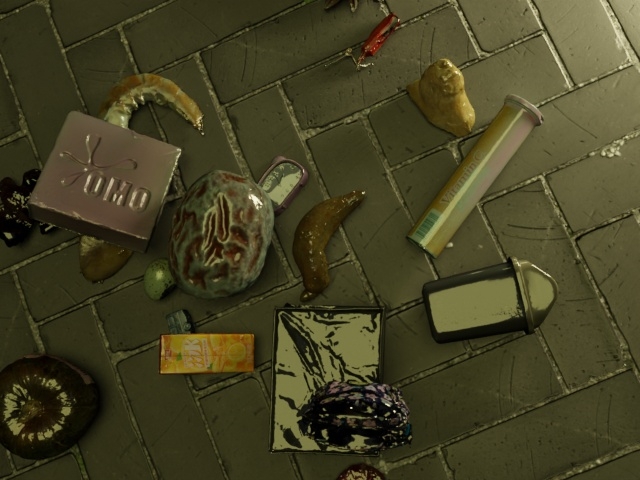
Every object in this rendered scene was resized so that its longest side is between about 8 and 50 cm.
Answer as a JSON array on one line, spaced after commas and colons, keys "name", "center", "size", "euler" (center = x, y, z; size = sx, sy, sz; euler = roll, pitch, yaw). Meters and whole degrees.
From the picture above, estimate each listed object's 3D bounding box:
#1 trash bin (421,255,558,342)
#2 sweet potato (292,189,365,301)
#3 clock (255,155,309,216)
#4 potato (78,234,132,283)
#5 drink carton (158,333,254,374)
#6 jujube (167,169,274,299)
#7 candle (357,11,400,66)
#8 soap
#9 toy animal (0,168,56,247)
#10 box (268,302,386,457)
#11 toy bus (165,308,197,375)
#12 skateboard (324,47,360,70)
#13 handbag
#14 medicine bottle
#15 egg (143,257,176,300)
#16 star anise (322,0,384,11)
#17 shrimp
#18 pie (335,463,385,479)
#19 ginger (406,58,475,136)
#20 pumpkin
[{"name": "trash bin", "center": [0.388, 0.140, 1.702], "size": [0.291, 0.209, 0.182], "euler": [-13, 83, 10]}, {"name": "sweet potato", "center": [-0.004, 0.001, 1.819], "size": [0.124, 0.098, 0.309], "euler": [23, 84, -13]}, {"name": "clock", "center": [-0.110, -0.143, 1.871], "size": [0.110, 0.050, 0.152], "euler": [38, 88, 10]}, {"name": "potato", "center": [-0.534, -0.014, 1.882], "size": [0.138, 0.098, 0.243], "euler": [-2, 83, 5]}, {"name": "drink carton", "center": [-0.273, 0.271, 1.784], "size": [0.223, 0.071, 0.096], "euler": [1, 82, -16]}, {"name": "jujube", "center": [-0.239, -0.015, 1.770], "size": [0.247, 0.215, 0.307], "euler": [4, 89, 27]}, {"name": "candle", "center": [0.145, -0.509, 1.899], "size": [0.053, 0.048, 0.162], "euler": [36, 86, 39]}, {"name": "soap", "center": [-0.519, -0.143, 1.815], "size": [0.297, 0.107, 0.285], "euler": [18, 62, -12]}, {"name": "toy animal", "center": [-0.766, -0.093, 1.932], "size": [0.179, 0.116, 0.218], "euler": [37, 94, 38]}, {"name": "box", "center": [0.023, 0.315, 1.717], "size": [0.252, 0.204, 0.344], "euler": [1, 83, 5]}, {"name": "toy bus", "center": [-0.334, 0.255, 1.847], "size": [0.065, 0.047, 0.165], "euler": [-19, 80, 6]}, {"name": "skateboard", "center": [0.053, -0.448, 1.906], "size": [0.083, 0.032, 0.063], "euler": [-26, 91, 0]}, {"name": "handbag", "center": [0.070, 0.354, 1.500], "size": [0.229, 0.208, 0.126], "euler": [3, 88, 3]}, {"name": "medicine bottle", "center": [0.365, -0.152, 1.794], "size": [0.108, 0.108, 0.426], "euler": [38, 90, 10]}, {"name": "egg", "center": [-0.399, 0.097, 1.855], "size": [0.085, 0.085, 0.110], "euler": [16, 87, 8]}, {"name": "star anise", "center": [0.083, -0.696, 1.903], "size": [0.209, 0.089, 0.231], "euler": [16, 90, -4]}, {"name": "shrimp", "center": [-0.451, -0.345, 1.941], "size": [0.287, 0.068, 0.185], "euler": [-5, 86, -4]}, {"name": "pie", "center": [0.097, 0.608, 1.756], "size": [0.155, 0.036, 0.154], "euler": [-1, 82, 6]}, {"name": "ginger", "center": [0.320, -0.353, 1.822], "size": [0.115, 0.122, 0.193], "euler": [-39, 85, -20]}, {"name": "pumpkin", "center": [-0.676, 0.404, 1.795], "size": [0.261, 0.189, 0.260], "euler": [-1, 84, 7]}]
